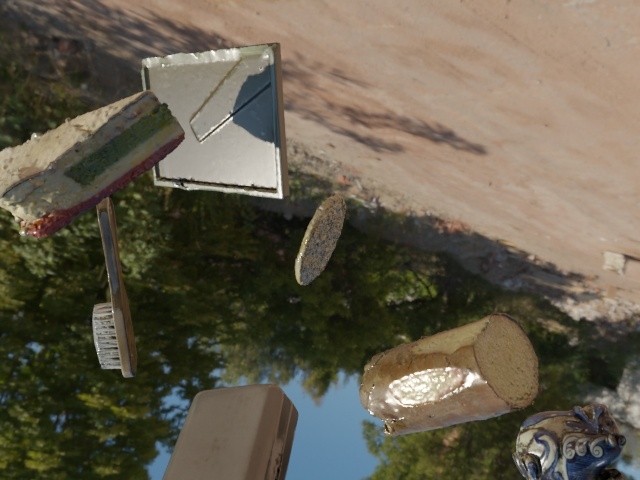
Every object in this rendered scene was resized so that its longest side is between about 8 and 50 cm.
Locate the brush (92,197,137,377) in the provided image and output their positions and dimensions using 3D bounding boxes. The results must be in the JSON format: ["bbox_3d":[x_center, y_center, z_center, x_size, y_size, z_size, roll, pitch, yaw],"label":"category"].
[{"bbox_3d":[-0.372,0.088,0.995,0.065,0.327,0.070,-4,-165,-8],"label":"brush"}]

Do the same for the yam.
[{"bbox_3d":[0.168,0.192,0.793,0.129,0.128,0.238,3,156,-43],"label":"yam"}]

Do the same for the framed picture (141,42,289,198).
[{"bbox_3d":[-0.162,-0.171,0.832,0.281,0.209,0.019,10,-162,35],"label":"framed picture"}]

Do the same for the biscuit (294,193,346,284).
[{"bbox_3d":[0.000,0.000,0.859,0.020,0.152,0.152,24,179,17],"label":"biscuit"}]

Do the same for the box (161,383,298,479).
[{"bbox_3d":[-0.090,0.231,0.465,0.103,0.243,0.055,-10,127,20],"label":"box"}]

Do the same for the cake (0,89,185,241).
[{"bbox_3d":[-0.271,-0.078,0.649,0.220,0.116,0.086,-14,143,12],"label":"cake"}]

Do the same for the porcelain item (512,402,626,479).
[{"bbox_3d":[0.457,0.434,0.988,0.186,0.288,0.138,-19,164,2],"label":"porcelain item"}]
